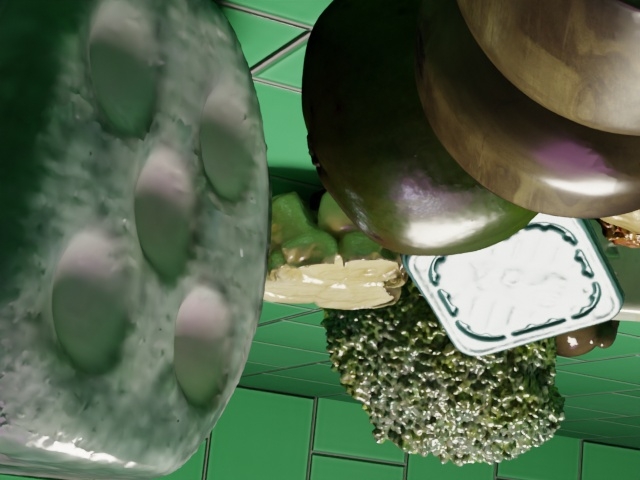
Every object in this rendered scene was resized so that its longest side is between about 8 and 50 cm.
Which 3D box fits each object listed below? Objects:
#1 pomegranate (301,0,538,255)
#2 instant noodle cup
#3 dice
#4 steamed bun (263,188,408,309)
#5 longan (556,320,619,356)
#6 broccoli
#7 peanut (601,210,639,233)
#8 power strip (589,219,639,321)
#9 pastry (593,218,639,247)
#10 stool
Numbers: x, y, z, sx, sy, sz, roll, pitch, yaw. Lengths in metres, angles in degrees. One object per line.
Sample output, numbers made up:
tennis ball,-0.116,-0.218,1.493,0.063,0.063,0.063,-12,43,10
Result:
pomegranate,0.099,-0.091,0.850,0.225,0.187,0.187,-23,165,0
instant noodle cup,0.184,0.022,1.309,0.179,0.070,0.157,-19,123,22
dice,-0.238,-0.020,0.907,0.328,0.330,0.348,1,168,22
steamed bun,0.000,0.000,1.390,0.192,0.106,0.177,-2,162,6
longan,0.300,0.088,1.619,0.106,0.106,0.119,20,-172,-46
broccoli,0.133,0.129,1.580,0.235,0.288,0.260,-28,-162,-16
peanut,0.222,-0.066,1.022,0.103,0.098,0.229,-29,151,19
power strip,0.255,0.029,1.403,0.338,0.098,0.058,3,166,11
pastry,0.322,-0.019,1.246,0.169,0.063,0.087,-5,166,36
stool,0.141,-0.127,0.613,0.179,0.179,0.264,6,166,-1
